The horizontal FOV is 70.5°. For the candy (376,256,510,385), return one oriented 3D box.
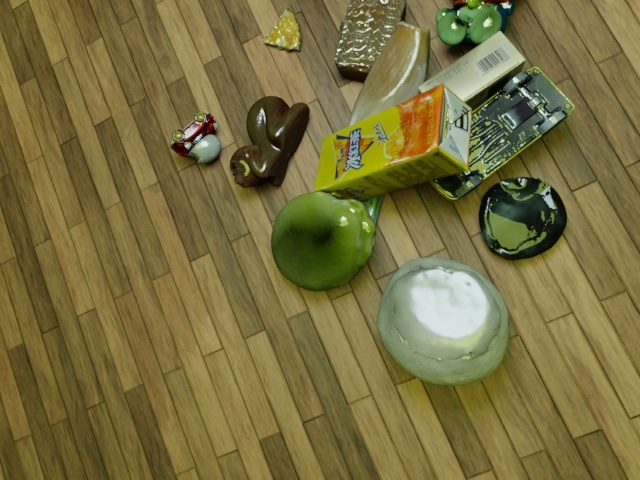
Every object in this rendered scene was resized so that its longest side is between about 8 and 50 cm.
[{"bbox_3d":[0.268,0.178,0.999,0.296,0.185,0.295,-7,72,24],"label":"candy"}]

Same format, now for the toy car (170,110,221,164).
[{"bbox_3d":[-0.317,-0.264,1.210,0.112,0.112,0.139,44,85,-2],"label":"toy car"}]

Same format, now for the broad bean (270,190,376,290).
[{"bbox_3d":[0.000,0.000,1.069,0.291,0.119,0.237,-31,92,35],"label":"broad bean"}]

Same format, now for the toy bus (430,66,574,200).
[{"bbox_3d":[0.382,-0.227,1.029,0.330,0.152,0.144,-37,80,5],"label":"toy bus"}]

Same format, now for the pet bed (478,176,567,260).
[{"bbox_3d":[0.462,-0.054,1.046,0.202,0.053,0.201,-1,85,12],"label":"pet bed"}]

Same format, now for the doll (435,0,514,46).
[{"bbox_3d":[0.379,-0.602,1.054,0.199,0.186,0.321,20,103,33],"label":"doll"}]

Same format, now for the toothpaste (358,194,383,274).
[{"bbox_3d":[0.116,-0.061,1.125,0.075,0.048,0.296,11,84,22],"label":"toothpaste"}]

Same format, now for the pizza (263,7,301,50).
[{"bbox_3d":[-0.105,-0.560,1.228,0.109,0.026,0.122,-14,84,13],"label":"pizza"}]

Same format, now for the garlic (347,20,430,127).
[{"bbox_3d":[0.170,-0.350,1.072,0.144,0.112,0.317,24,110,-2],"label":"garlic"}]

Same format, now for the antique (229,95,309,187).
[{"bbox_3d":[-0.143,-0.250,1.158,0.144,0.121,0.256,22,88,15],"label":"antique"}]

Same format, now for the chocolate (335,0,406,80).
[{"bbox_3d":[0.128,-0.514,1.141,0.149,0.093,0.213,16,89,11],"label":"chocolate"}]

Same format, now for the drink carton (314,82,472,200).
[{"bbox_3d":[0.143,-0.190,0.989,0.352,0.111,0.154,-11,63,47],"label":"drink carton"}]

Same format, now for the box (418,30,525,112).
[{"bbox_3d":[0.338,-0.342,1.041,0.212,0.168,0.095,-34,76,7],"label":"box"}]
